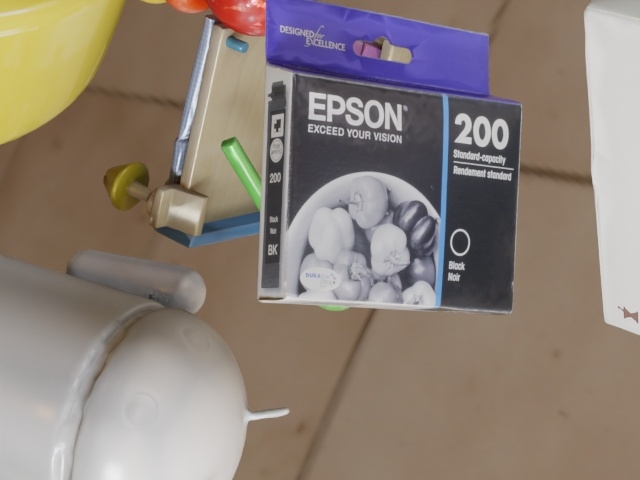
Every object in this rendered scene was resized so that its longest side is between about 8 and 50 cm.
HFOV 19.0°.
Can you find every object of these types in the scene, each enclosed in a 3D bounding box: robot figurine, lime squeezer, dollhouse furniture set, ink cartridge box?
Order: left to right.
[{"bbox_3d":[-0.208,0.129,1.550,0.353,0.200,0.300,16,61,23],"label":"robot figurine"},{"bbox_3d":[-0.077,-0.177,1.679,0.198,0.303,0.286,27,116,32],"label":"dollhouse furniture set"},{"bbox_3d":[0.000,0.000,1.650,0.059,0.310,0.110,1,78,25],"label":"lime squeezer"},{"bbox_3d":[0.050,-0.056,1.306,0.045,0.206,0.208,-5,83,52],"label":"ink cartridge box"}]

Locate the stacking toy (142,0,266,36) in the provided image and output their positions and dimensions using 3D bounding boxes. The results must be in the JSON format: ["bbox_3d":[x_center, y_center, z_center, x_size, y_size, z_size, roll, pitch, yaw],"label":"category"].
[{"bbox_3d":[-0.149,-0.252,1.564,0.330,0.141,0.141,21,84,27],"label":"stacking toy"}]

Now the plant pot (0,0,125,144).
[{"bbox_3d":[-0.177,-0.202,0.778,0.254,0.254,0.239,-101,27,-43],"label":"plant pot"}]

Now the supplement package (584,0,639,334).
[{"bbox_3d":[0.234,-0.070,0.858,0.149,0.194,0.203,20,52,29],"label":"supplement package"}]
